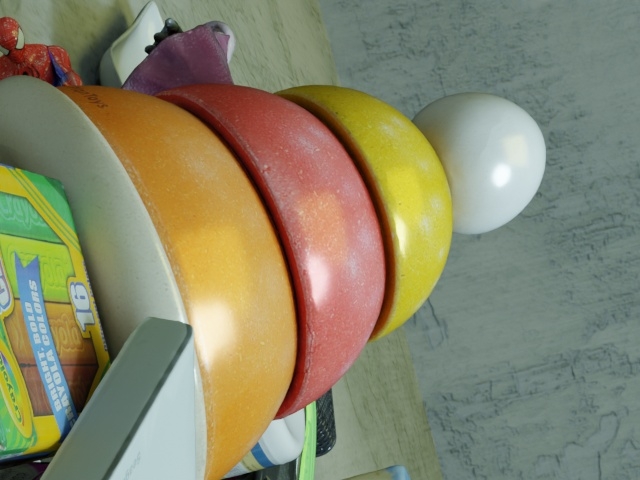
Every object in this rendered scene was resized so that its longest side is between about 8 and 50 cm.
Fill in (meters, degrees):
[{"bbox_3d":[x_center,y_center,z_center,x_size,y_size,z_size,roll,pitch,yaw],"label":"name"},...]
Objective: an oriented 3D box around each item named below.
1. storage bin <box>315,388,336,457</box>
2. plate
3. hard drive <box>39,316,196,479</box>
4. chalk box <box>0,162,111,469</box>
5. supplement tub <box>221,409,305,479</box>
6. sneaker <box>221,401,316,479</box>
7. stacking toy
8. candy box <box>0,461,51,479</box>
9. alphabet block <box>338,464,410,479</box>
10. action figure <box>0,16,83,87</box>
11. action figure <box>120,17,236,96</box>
[{"bbox_3d":[-0.056,0.169,2.172,0.084,0.122,0.180,64,14,-45],"label":"storage bin"},{"bbox_3d":[-0.185,-0.114,2.121,0.277,0.045,0.278,-74,147,-70],"label":"plate"},{"bbox_3d":[-0.125,0.231,1.172,0.203,0.040,0.308,-63,159,-55],"label":"hard drive"},{"bbox_3d":[-0.254,0.056,1.080,0.289,0.179,0.180,14,61,-79],"label":"chalk box"},{"bbox_3d":[-0.126,0.142,1.599,0.144,0.199,0.144,-16,90,-81],"label":"supplement tub"},{"bbox_3d":[-0.081,0.308,1.800,0.202,0.185,0.483,21,49,-56],"label":"sneaker"},{"bbox_3d":[-0.013,-0.008,1.442,0.350,0.479,0.351,41,-39,45],"label":"stacking toy"},{"bbox_3d":[-0.200,0.273,1.198,0.159,0.071,0.233,-45,134,-79],"label":"candy box"},{"bbox_3d":[0.030,0.396,2.085,0.192,0.197,0.193,-87,158,-60],"label":"alphabet block"},{"bbox_3d":[-0.227,-0.065,1.655,0.139,0.091,0.280,-113,-179,-59],"label":"action figure"},{"bbox_3d":[-0.060,-0.042,1.884,0.370,0.248,0.276,34,12,4],"label":"action figure"}]
